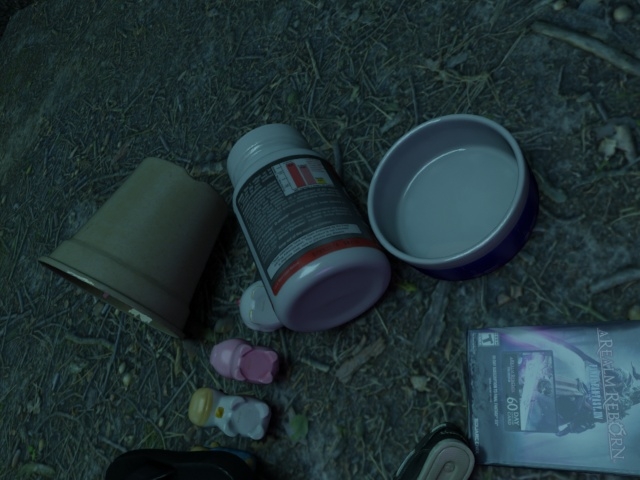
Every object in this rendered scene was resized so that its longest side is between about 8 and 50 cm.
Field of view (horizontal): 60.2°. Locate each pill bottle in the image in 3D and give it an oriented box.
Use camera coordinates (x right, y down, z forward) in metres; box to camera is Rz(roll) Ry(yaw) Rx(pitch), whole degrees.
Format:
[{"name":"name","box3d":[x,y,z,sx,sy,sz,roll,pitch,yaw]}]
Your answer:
[{"name":"pill bottle","box3d":[-0.038,-0.035,1.003,0.210,0.210,0.363,-38,55,16]}]

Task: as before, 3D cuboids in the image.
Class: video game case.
[{"name":"video game case","box3d":[0.336,0.211,0.754,0.274,0.026,0.196,-10,64,33]}]

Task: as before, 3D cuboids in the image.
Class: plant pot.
[{"name":"plant pot","box3d":[-0.365,0.002,1.195,0.334,0.334,0.305,13,66,39]}]

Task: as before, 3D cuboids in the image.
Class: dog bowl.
[{"name":"dog bowl","box3d":[0.217,-0.070,0.917,0.265,0.104,0.265,-15,62,30]}]

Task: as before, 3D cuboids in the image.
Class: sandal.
[{"name":"sandal","box3d":[-0.283,0.452,0.958,0.446,0.107,0.167,-27,92,39]}]

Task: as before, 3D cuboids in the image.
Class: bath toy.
[{"name":"bath toy","box3d":[-0.145,0.244,1.031,0.151,0.129,0.348,17,78,-5]}]

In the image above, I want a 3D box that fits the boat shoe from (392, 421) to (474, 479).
[{"name":"boat shoe","box3d":[0.137,0.371,0.806,0.233,0.084,0.079,-57,11,9]}]
